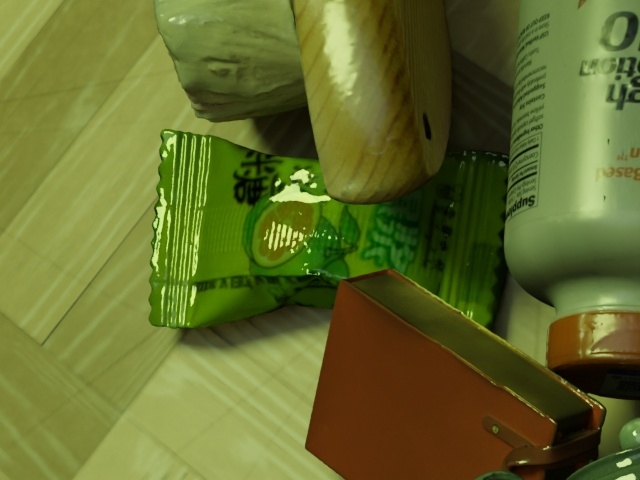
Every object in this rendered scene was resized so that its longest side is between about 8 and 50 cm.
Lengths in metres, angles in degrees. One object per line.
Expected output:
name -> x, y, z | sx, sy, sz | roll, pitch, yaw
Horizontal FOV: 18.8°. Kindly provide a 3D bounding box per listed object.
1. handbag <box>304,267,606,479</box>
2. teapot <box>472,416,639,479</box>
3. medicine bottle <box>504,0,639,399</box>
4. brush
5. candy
handbag -> 0.078, 0.114, 1.164 | 0.190, 0.063, 0.127 | 33, 122, 40
teapot -> 0.181, 0.165, 1.042 | 0.239, 0.162, 0.149 | -2, 64, -19
medicine bottle -> 0.194, -0.053, 1.178 | 0.157, 0.157, 0.288 | -1, 72, 18
brush -> -0.010, -0.120, 1.239 | 0.166, 0.174, 0.266 | -12, 46, 12
candy -> 0.000, 0.000, 1.275 | 0.246, 0.069, 0.149 | 3, 71, 18
